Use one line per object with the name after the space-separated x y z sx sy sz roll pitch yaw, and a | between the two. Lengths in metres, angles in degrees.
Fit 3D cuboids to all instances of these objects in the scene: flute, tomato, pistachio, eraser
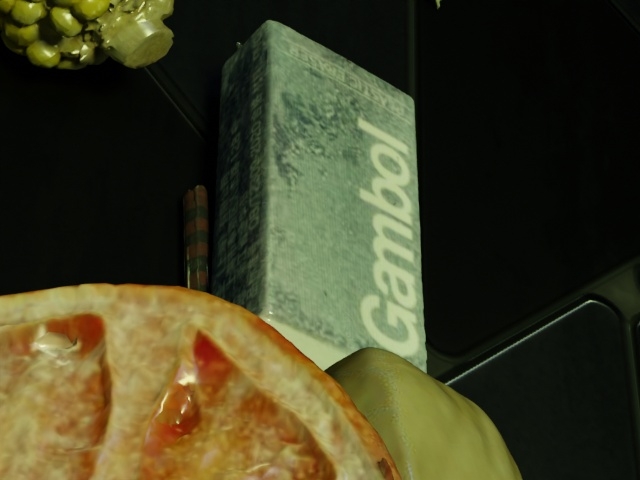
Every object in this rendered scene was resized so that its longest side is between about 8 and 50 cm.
-0.047 0.082 0.697 0.014 0.014 0.269 15 46 -23 | flute
-0.084 0.128 0.541 0.237 0.095 0.237 -2 53 2 | tomato
0.029 0.129 0.627 0.108 0.126 0.185 -2 62 -11 | pistachio
0.000 0.000 0.767 0.092 0.046 0.212 26 42 -27 | eraser

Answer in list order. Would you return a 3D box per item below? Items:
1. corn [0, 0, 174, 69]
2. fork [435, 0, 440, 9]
-0.183 -0.199 0.803 0.320 0.097 0.097 47 43 13 | corn
-0.022 -0.192 0.947 0.219 0.028 0.034 25 47 -13 | fork
